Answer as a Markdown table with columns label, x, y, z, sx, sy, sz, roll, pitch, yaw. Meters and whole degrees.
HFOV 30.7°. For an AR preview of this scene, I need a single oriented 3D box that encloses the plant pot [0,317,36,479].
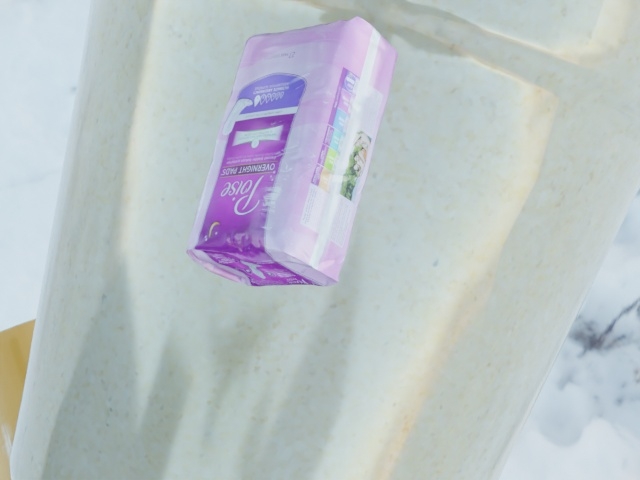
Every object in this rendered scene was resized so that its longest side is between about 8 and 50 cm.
| label | x | y | z | sx | sy | sz | roll | pitch | yaw |
| --- | --- | --- | --- | --- | --- | --- | --- | --- | --- |
| plant pot | -0.236 | 0.169 | 1.036 | 0.205 | 0.205 | 0.188 | -21 | 84 | -16 |

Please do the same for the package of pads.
| label | x | y | z | sx | sy | sz | roll | pitch | yaw |
| --- | --- | --- | --- | --- | --- | --- | --- | --- | --- |
| package of pads | -0.009 | -0.028 | 0.370 | 0.050 | 0.032 | 0.083 | -2 | 66 | 46 |

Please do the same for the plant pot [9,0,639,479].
| label | x | y | z | sx | sy | sz | roll | pitch | yaw |
| --- | --- | --- | --- | --- | --- | --- | --- | --- | --- |
| plant pot | 0.000 | 0.000 | 0.571 | 0.333 | 0.334 | 0.306 | 18 | 92 | 10 |
